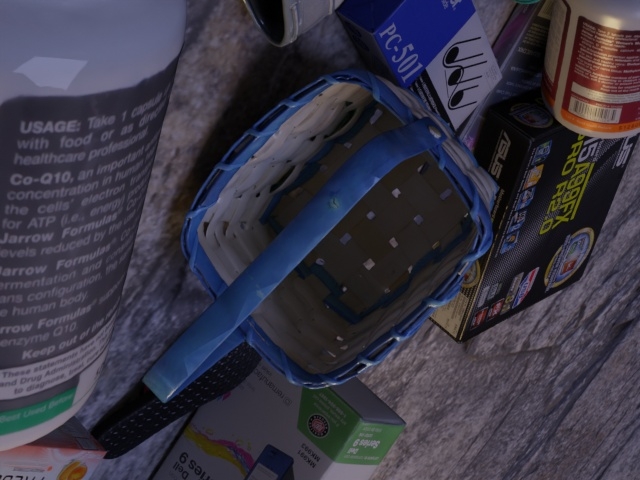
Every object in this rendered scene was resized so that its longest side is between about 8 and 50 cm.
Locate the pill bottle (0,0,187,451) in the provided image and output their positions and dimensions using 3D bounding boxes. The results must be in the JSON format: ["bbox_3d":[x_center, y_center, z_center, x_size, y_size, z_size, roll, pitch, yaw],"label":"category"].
[{"bbox_3d":[-0.187,-0.075,0.761,0.204,0.204,0.361,-18,138,-43],"label":"pill bottle"}]

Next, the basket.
[{"bbox_3d":[0.000,0.000,1.059,0.255,0.201,0.289,-44,180,22],"label":"basket"}]

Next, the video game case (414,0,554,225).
[{"bbox_3d":[0.199,-0.126,1.402,0.196,0.026,0.274,3,123,-54],"label":"video game case"}]

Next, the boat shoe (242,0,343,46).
[{"bbox_3d":[-0.040,-0.204,0.937,0.081,0.079,0.227,-50,154,-9],"label":"boat shoe"}]

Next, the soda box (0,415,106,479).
[{"bbox_3d":[-0.254,0.167,1.088,0.063,0.058,0.183,-55,149,9],"label":"soda box"}]

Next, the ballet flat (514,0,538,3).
[{"bbox_3d":[0.176,-0.293,1.134,0.241,0.091,0.077,73,36,-60],"label":"ballet flat"}]

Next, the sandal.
[{"bbox_3d":[-0.132,0.129,1.238,0.179,0.040,0.067,-32,143,-2],"label":"sandal"}]

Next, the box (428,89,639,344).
[{"bbox_3d":[0.228,-0.040,1.453,0.216,0.060,0.270,-22,140,-39],"label":"box"}]

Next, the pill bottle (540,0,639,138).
[{"bbox_3d":[0.270,-0.205,1.254,0.121,0.121,0.221,-35,150,-24],"label":"pill bottle"}]

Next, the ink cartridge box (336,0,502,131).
[{"bbox_3d":[0.089,-0.166,1.188,0.097,0.046,0.207,-48,150,-6],"label":"ink cartridge box"}]

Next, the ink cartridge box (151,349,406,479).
[{"bbox_3d":[-0.047,0.209,1.316,0.212,0.154,0.093,-57,150,12],"label":"ink cartridge box"}]
